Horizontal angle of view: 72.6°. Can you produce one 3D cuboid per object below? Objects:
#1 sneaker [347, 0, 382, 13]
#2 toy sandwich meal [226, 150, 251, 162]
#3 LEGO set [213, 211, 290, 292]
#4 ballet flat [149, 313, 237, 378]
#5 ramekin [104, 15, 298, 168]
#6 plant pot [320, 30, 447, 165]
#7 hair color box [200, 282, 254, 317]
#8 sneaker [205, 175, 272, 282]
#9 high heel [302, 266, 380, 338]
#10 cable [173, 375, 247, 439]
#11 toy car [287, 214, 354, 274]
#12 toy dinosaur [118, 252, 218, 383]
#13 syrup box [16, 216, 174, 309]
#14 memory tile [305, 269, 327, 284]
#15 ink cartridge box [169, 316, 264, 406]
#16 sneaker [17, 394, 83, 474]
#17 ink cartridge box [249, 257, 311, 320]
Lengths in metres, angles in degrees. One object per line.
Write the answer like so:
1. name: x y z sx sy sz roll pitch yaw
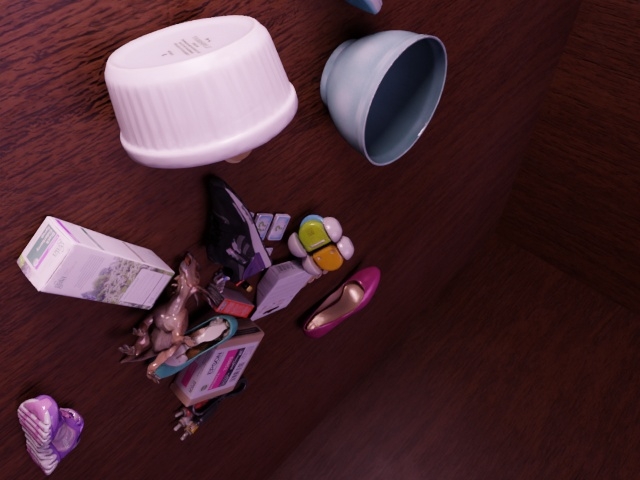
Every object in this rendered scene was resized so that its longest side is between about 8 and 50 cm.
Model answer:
1. sneaker: 0.066 -0.562 0.764 0.208 0.127 0.319 -59 152 13
2. toy sandwich meal: -0.173 -0.202 0.908 0.085 0.029 0.086 -35 142 -33
3. LEGO set: -0.179 0.044 1.144 0.182 0.060 0.244 0 122 -52
4. ballet flat: -0.324 0.258 1.094 0.247 0.083 0.087 -30 169 -16
5. ramekin: -0.179 -0.229 0.638 0.273 0.272 0.127 -38 136 -26
6. plant pot: 0.125 -0.349 1.012 0.293 0.196 0.293 -36 147 -28
7. hair color box: -0.244 0.161 1.157 0.043 0.072 0.141 -53 151 1
8. sneaker: -0.206 -0.006 0.977 0.124 0.107 0.283 -34 135 -15
9. high heel: 0.088 0.234 1.667 0.377 0.127 0.181 -48 162 -2
10. cable: -0.357 0.513 1.429 0.287 0.072 0.140 -36 132 -51
11. toy car: 0.000 0.000 1.281 0.159 0.136 0.182 -27 124 13
12. toy dinosaur: -0.343 0.192 1.009 0.296 0.127 0.200 -49 -169 27
13. syrup box: -0.391 0.049 0.785 0.093 0.096 0.237 -56 151 0
14. memory tile: -0.015 0.097 1.492 0.148 0.012 0.113 -30 144 -38
15. ink cartridge box: -0.297 0.348 1.269 0.193 0.088 0.235 4 119 -59
16. sneaker: -0.563 0.393 0.928 0.104 0.095 0.236 -31 150 -47
17. ink cartridge box: -0.128 0.149 1.363 0.189 0.066 0.232 -16 155 -49
